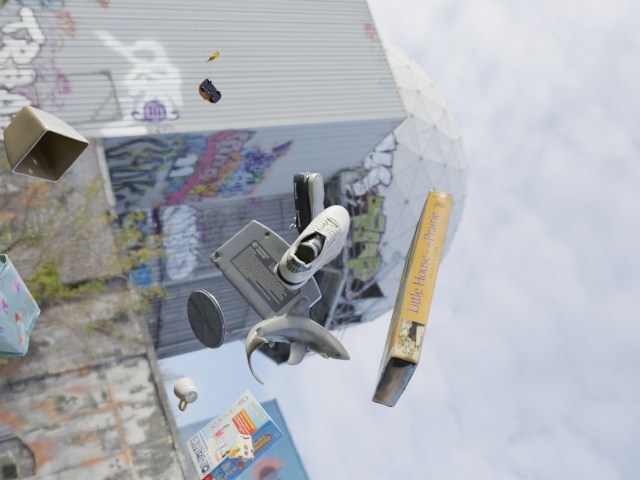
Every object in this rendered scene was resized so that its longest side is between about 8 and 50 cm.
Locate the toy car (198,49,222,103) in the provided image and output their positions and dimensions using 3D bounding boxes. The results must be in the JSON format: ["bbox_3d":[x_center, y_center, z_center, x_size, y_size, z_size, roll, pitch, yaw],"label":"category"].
[{"bbox_3d":[-0.253,-0.379,1.452,0.041,0.060,0.122,-9,-122,48],"label":"toy car"}]

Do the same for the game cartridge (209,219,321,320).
[{"bbox_3d":[-0.147,0.097,1.761,0.297,0.198,0.062,48,-17,6],"label":"game cartridge"}]

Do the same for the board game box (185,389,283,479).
[{"bbox_3d":[-0.315,0.712,2.213,0.086,0.302,0.308,55,-13,-18],"label":"board game box"}]

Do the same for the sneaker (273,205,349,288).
[{"bbox_3d":[0.000,0.000,1.261,0.090,0.235,0.095,34,-38,4],"label":"sneaker"}]

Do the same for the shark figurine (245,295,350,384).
[{"bbox_3d":[-0.063,0.158,1.147,0.166,0.278,0.116,41,-70,32],"label":"shark figurine"}]

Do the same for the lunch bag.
[{"bbox_3d":[-0.767,0.135,1.303,0.223,0.262,0.160,90,3,-51],"label":"lunch bag"}]

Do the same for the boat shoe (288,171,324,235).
[{"bbox_3d":[-0.039,-0.063,1.717,0.079,0.095,0.254,7,-67,25],"label":"boat shoe"}]

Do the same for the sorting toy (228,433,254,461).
[{"bbox_3d":[-0.241,0.648,1.942,0.045,0.083,0.075,-38,-136,42],"label":"sorting toy"}]

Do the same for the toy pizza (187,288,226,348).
[{"bbox_3d":[-0.361,0.250,1.986,0.201,0.032,0.201,18,-64,41],"label":"toy pizza"}]

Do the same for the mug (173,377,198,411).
[{"bbox_3d":[-0.365,0.426,1.706,0.064,0.062,0.078,17,-62,59],"label":"mug"}]

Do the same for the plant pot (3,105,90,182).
[{"bbox_3d":[-0.527,-0.189,1.165,0.109,0.109,0.096,-44,-110,12],"label":"plant pot"}]

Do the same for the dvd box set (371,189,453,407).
[{"bbox_3d":[0.209,0.138,1.419,0.307,0.062,0.420,96,11,-59],"label":"dvd box set"}]
